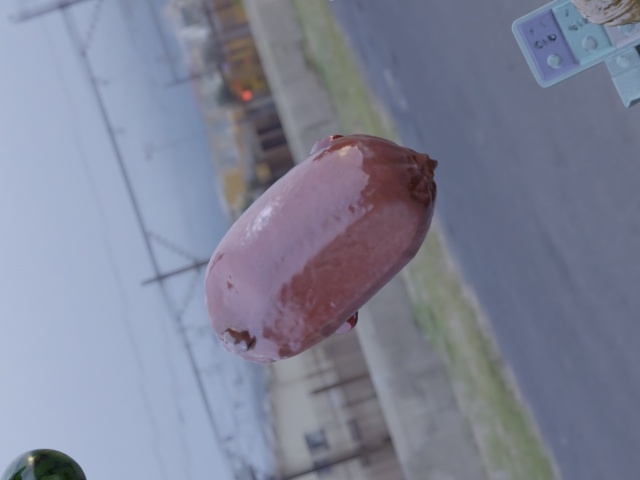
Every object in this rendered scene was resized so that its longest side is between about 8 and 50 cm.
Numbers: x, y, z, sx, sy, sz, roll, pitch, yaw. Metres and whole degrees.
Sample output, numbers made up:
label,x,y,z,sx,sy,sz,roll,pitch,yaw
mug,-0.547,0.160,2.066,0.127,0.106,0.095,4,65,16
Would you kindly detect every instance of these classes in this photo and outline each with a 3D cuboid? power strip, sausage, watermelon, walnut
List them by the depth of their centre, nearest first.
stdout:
label,x,y,z,sx,sy,sz,roll,pitch,yaw
sausage,0.000,0.000,1.673,0.148,0.254,0.148,51,-168,-16
walnut,0.300,-0.262,1.815,0.124,0.105,0.105,-4,107,58
power strip,0.331,-0.222,2.011,0.061,0.215,0.145,-26,-88,-52
watermelon,-0.311,0.280,2.021,0.109,0.109,0.109,162,90,-90

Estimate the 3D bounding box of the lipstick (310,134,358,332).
label,x,y,z,sx,sy,sz,roll,pitch,yaw
lipstick,0.016,-0.010,2.278,0.073,0.073,0.280,72,-164,-47
